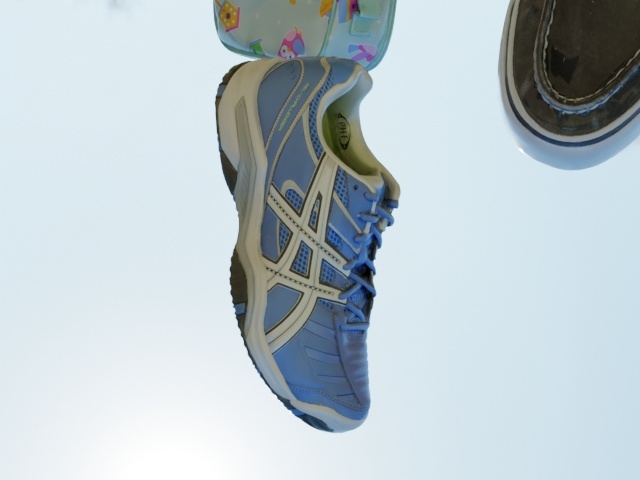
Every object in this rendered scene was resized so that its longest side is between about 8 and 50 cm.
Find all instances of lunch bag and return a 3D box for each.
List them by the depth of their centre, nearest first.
[{"bbox_3d":[-0.003,-0.311,1.467,0.108,0.279,0.224,-3,-163,-43],"label":"lunch bag"}]

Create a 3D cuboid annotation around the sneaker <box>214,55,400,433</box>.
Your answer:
[{"bbox_3d":[0.000,0.000,0.753,0.081,0.211,0.080,-11,180,29],"label":"sneaker"}]

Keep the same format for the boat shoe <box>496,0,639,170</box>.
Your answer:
[{"bbox_3d":[0.184,-0.185,0.771,0.108,0.301,0.102,27,171,13],"label":"boat shoe"}]
